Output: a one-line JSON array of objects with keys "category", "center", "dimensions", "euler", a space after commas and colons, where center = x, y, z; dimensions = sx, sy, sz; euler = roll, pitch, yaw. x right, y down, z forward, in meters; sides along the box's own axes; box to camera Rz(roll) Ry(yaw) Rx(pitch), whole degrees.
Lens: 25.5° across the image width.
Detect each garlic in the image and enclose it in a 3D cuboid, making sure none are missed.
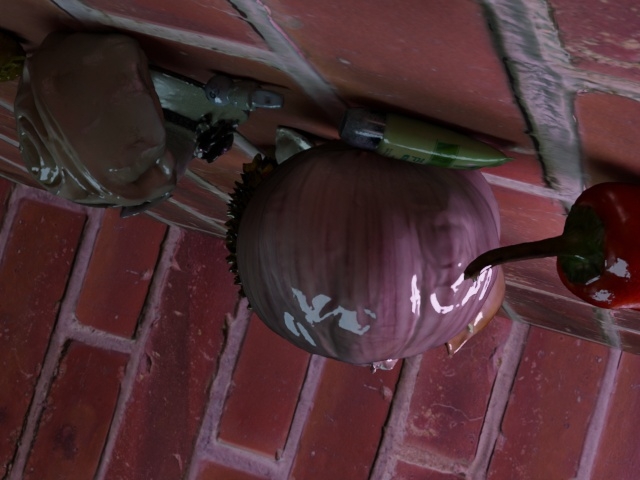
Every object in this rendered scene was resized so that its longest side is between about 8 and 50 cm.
[{"category": "garlic", "center": [0.158, 0.065, 2.275], "dimensions": [0.151, 0.196, 0.338], "euler": [38, 167, -29]}, {"category": "garlic", "center": [0.045, 0.016, 1.566], "dimensions": [0.317, 0.259, 0.317], "euler": [-10, -167, 2]}]

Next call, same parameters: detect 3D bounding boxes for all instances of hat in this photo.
[{"category": "hat", "center": [-0.225, -0.130, 1.722], "dimensions": [0.257, 0.130, 0.257], "euler": [17, 175, 1]}]

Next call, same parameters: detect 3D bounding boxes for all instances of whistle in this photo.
[{"category": "whistle", "center": [-0.085, -0.157, 1.520], "dimensions": [0.100, 0.035, 0.035], "euler": [12, 174, 24]}]

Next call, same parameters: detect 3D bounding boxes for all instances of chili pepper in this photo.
[{"category": "chili pepper", "center": [0.309, 0.006, 1.422], "dimensions": [0.338, 0.135, 0.131], "euler": [16, 162, -37]}]

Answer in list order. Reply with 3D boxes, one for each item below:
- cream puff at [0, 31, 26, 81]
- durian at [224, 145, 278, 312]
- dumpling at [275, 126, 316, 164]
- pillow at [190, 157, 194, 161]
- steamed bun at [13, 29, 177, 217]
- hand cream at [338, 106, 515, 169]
[{"category": "cream puff", "center": [-0.387, -0.219, 1.681], "dimensions": [0.083, 0.058, 0.083], "euler": [21, 175, -26]}, {"category": "durian", "center": [-0.003, 0.011, 1.955], "dimensions": [0.292, 0.258, 0.258], "euler": [22, 175, -2]}, {"category": "dumpling", "center": [-0.027, -0.105, 1.766], "dimensions": [0.052, 0.076, 0.057], "euler": [-8, -165, -29]}, {"category": "pillow", "center": [-0.291, -0.154, 1.958], "dimensions": [0.144, 0.078, 0.254], "euler": [22, 179, 25]}, {"category": "steamed bun", "center": [-0.259, -0.113, 1.525], "dimensions": [0.218, 0.144, 0.211], "euler": [20, 134, 47]}, {"category": "hand cream", "center": [0.106, -0.099, 1.461], "dimensions": [0.175, 0.046, 0.095], "euler": [16, 174, -8]}]
